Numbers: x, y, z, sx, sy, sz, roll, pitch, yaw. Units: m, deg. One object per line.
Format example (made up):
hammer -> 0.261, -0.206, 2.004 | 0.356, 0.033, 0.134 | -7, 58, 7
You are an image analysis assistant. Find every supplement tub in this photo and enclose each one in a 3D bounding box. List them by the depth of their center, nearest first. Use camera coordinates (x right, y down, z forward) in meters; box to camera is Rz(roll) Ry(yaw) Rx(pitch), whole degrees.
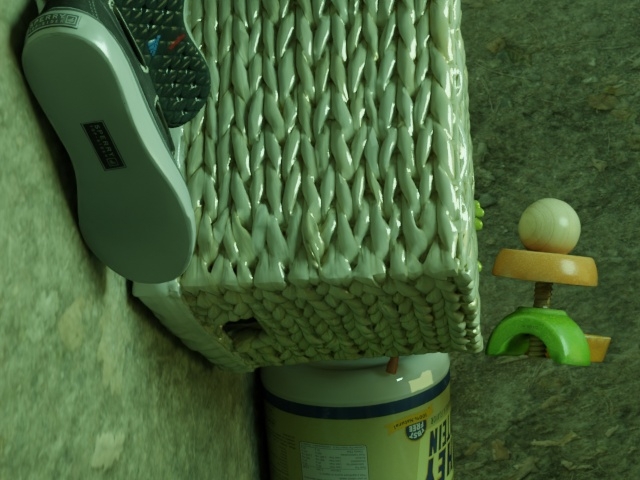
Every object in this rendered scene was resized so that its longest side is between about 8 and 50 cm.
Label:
supplement tub -> 0.049, 0.270, 1.503 | 0.228, 0.228, 0.316 | -68, 155, -72

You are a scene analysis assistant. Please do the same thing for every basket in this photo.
basket -> 0.002, -0.072, 1.112 | 0.328, 0.266, 0.331 | 63, 24, -71

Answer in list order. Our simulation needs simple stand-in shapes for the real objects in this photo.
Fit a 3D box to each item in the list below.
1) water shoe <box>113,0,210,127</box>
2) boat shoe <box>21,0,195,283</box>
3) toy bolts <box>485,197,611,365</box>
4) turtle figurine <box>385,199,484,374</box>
water shoe -> -0.134, -0.158, 0.841 | 0.073, 0.080, 0.203 | -44, 149, -27
boat shoe -> -0.132, -0.069, 0.815 | 0.228, 0.080, 0.076 | 70, 19, -43
toy bolts -> 0.192, 0.038, 1.292 | 0.218, 0.228, 0.158 | 9, 86, -60
turtle figurine -> 0.103, 0.015, 1.437 | 0.217, 0.087, 0.270 | 0, 82, -51
